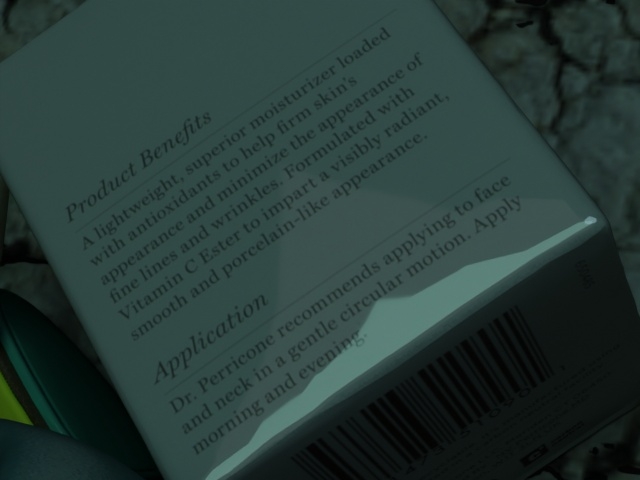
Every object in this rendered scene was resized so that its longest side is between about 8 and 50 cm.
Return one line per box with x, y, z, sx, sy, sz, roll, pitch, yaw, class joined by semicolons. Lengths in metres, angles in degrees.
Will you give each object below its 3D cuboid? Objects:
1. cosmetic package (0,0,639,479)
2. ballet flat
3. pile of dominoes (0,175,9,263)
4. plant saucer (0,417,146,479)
0.000;0.000;0.533;0.151;0.151;0.184;-34;60;2;cosmetic package
-0.081;0.111;0.560;0.231;0.077;0.077;42;94;29;ballet flat
-0.206;0.076;0.596;0.196;0.040;0.251;-18;60;39;pile of dominoes
-0.188;0.115;0.379;0.317;0.317;0.044;-16;100;13;plant saucer
